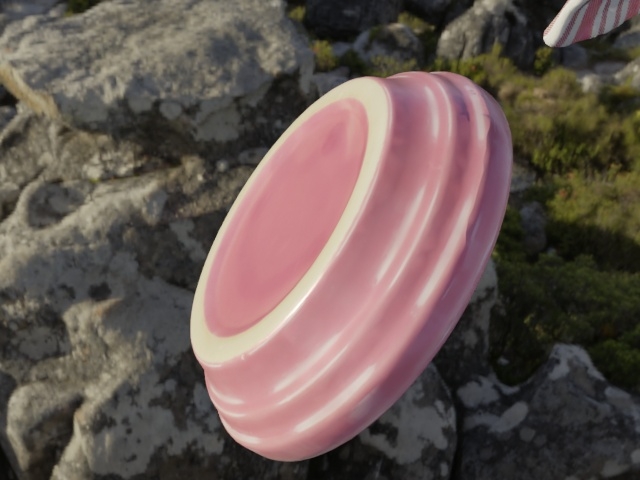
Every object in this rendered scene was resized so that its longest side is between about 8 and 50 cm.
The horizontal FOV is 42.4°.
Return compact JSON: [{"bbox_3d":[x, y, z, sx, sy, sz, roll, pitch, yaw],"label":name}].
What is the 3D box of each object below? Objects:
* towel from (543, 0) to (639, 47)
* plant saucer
[{"bbox_3d":[0.260,-0.204,0.569,0.197,0.144,0.029,-26,76,-22],"label":"towel"},{"bbox_3d":[0.000,0.000,0.643,0.084,0.332,0.332,32,41,-22],"label":"plant saucer"}]
